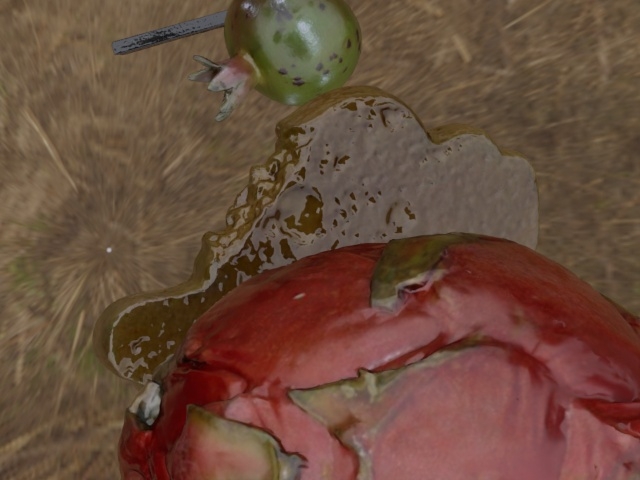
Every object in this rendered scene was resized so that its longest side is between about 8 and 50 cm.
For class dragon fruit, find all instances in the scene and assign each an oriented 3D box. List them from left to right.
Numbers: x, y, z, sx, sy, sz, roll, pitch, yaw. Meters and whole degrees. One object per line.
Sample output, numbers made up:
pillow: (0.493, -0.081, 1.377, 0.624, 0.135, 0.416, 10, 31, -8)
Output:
dragon fruit: (0.059, 0.132, 0.902, 0.342, 0.277, 0.277, 38, 85, 21)

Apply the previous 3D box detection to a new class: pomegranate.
pomegranate: (-0.043, -0.173, 1.617, 0.159, 0.129, 0.129, -27, 93, 1)

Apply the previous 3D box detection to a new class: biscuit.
biscuit: (0.000, 0.009, 1.169, 0.320, 0.047, 0.183, -34, 111, -17)

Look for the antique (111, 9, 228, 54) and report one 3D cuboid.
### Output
antique: (-0.109, -0.212, 1.745, 0.192, 0.031, 0.015, -14, 93, 7)
